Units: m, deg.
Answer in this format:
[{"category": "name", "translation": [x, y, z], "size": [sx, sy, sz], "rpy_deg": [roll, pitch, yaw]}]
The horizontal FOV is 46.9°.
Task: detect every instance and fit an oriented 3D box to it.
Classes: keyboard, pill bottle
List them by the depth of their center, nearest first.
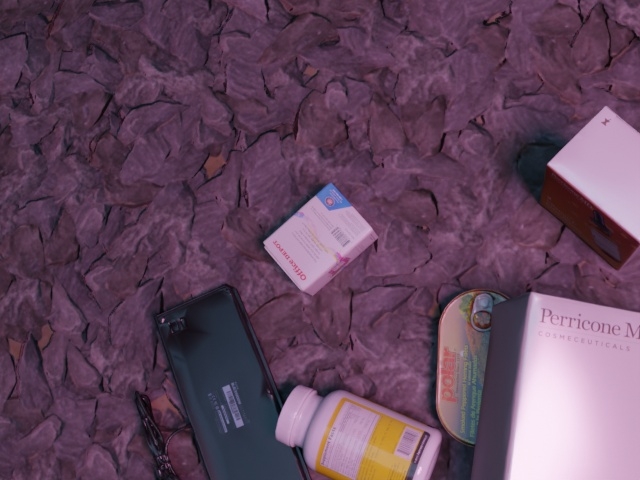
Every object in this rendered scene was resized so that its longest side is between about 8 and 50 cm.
[{"category": "pill bottle", "translation": [0.044, 0.241, 0.883], "size": [0.184, 0.103, 0.103], "rpy_deg": [20, 84, 18]}, {"category": "keyboard", "translation": [-0.148, 0.234, 0.972], "size": [0.202, 0.033, 0.317], "rpy_deg": [-23, 73, 2]}]

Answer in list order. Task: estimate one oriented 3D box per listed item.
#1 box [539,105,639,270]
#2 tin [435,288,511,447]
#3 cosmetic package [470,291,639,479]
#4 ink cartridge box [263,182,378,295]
[{"category": "box", "translation": [0.331, -0.052, 0.838], "size": [0.091, 0.170, 0.130], "rpy_deg": [-45, 71, 2]}, {"category": "tin", "translation": [0.195, 0.154, 0.899], "size": [0.106, 0.040, 0.189], "rpy_deg": [3, 80, 11]}, {"category": "cosmetic package", "translation": [0.276, 0.261, 0.774], "size": [0.217, 0.156, 0.384], "rpy_deg": [8, 82, 1]}, {"category": "ink cartridge box", "translation": [0.000, 0.000, 0.973], "size": [0.122, 0.052, 0.088], "rpy_deg": [-41, 72, 2]}]
